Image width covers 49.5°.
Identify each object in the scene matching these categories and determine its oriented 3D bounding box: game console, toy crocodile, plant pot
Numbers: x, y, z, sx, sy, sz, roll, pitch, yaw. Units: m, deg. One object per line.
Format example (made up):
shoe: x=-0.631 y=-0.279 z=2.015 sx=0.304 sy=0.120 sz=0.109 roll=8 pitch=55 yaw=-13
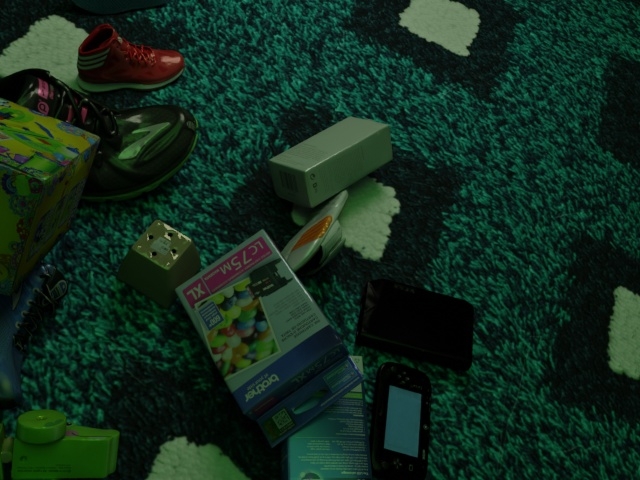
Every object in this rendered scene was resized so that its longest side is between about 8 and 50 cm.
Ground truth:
game console: x=0.160 y=0.242 z=1.208 sx=0.213 sy=0.044 sz=0.361 roll=15 pitch=57 yaw=-7
toy crocodile: x=-0.457 y=0.295 z=0.965 sx=0.340 sy=0.105 sz=0.115 roll=1 pitch=100 yaw=-17
plant pot: x=-0.271 y=0.030 z=1.182 sx=0.109 sy=0.096 sz=0.109 roll=31 pitch=55 yaw=4

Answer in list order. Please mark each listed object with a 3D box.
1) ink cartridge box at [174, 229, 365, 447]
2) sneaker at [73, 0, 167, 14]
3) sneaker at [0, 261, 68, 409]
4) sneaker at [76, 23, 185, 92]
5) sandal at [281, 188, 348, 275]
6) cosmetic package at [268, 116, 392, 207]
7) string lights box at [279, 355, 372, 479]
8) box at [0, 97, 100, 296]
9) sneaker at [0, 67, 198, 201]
ink cartridge box: x=-0.087 y=0.147 z=1.108 sx=0.186 sy=0.065 sz=0.311 roll=-35 pitch=61 yaw=-3
sneaker: x=-0.446 y=-0.558 z=1.514 sx=0.229 sy=0.087 sz=0.092 roll=-14 pitch=57 yaw=-31
sneaker: x=-0.468 y=0.094 z=1.067 sx=0.147 sy=0.130 sz=0.330 roll=-4 pitch=60 yaw=-16
sneaker: x=-0.373 y=-0.367 z=1.381 sx=0.221 sy=0.128 sz=0.087 roll=-20 pitch=67 yaw=-25
sandal: x=0.008 y=-0.004 z=1.287 sx=0.076 sy=0.102 sz=0.265 roll=52 pitch=41 yaw=-17
cosmetic package: x=0.024 y=-0.159 z=1.368 sx=0.231 sy=0.085 sz=0.117 roll=-31 pitch=35 yaw=-30
string lights box: x=0.005 y=0.314 z=1.096 sx=0.133 sy=0.077 sz=0.259 roll=5 pitch=58 yaw=-12
box: x=-0.506 y=-0.097 z=0.976 sx=0.290 sy=0.177 sz=0.279 roll=21 pitch=18 yaw=-10
sneaker: x=-0.448 y=-0.184 z=1.201 sx=0.483 sy=0.202 sz=0.185 roll=-6 pitch=61 yaw=-19
